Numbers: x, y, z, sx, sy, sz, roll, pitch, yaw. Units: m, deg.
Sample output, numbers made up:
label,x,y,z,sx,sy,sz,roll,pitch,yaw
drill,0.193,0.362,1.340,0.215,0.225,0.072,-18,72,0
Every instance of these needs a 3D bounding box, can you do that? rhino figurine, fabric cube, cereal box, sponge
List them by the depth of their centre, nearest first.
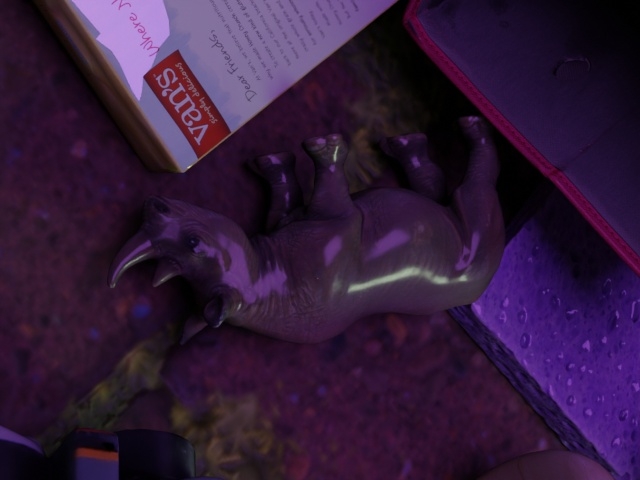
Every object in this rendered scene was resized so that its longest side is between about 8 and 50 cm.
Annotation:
label,x,y,z,sx,sy,sz,roll,pitch,yaw
cereal box,-0.041,-0.172,0.744,0.240,0.047,0.173,-40,111,-22
rhino figurine,0.000,0.000,0.754,0.243,0.073,0.106,-11,87,-30
fabric cube,0.253,-0.154,0.756,0.259,0.254,0.258,47,52,8
sponge,0.177,0.070,0.873,0.210,0.031,0.117,48,63,-16

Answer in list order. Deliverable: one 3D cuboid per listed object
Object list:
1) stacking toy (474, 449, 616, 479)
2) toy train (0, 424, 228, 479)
label,x,y,z,sx,sy,sz,roll,pitch,yaw
stacking toy,0.203,0.267,0.811,0.330,0.141,0.141,43,65,-23
toy train,-0.113,0.227,0.582,0.190,0.142,0.334,13,55,-26
